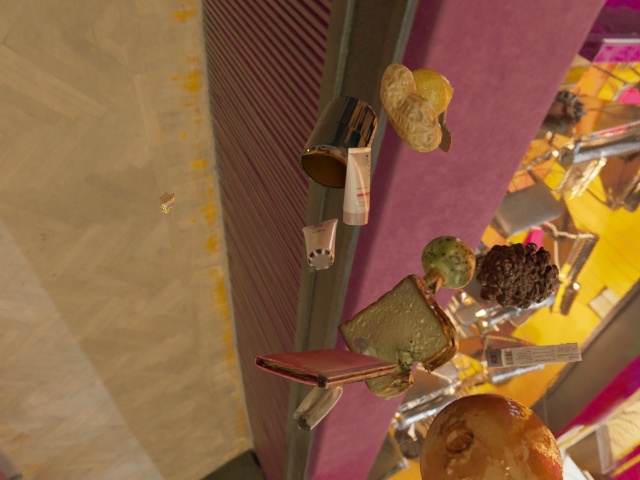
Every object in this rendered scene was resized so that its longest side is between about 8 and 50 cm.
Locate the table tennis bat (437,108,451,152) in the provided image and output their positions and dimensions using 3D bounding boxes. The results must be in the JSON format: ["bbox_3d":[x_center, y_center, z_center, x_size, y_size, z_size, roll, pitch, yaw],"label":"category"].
[{"bbox_3d":[0.530,-0.495,2.125,0.021,0.154,0.274,-26,150,-5],"label":"table tennis bat"}]

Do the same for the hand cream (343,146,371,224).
[{"bbox_3d":[0.122,-0.177,1.567,0.133,0.083,0.247,-22,119,-53],"label":"hand cream"}]

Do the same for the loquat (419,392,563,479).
[{"bbox_3d":[0.392,0.518,1.124,0.329,0.328,0.328,-20,142,-16],"label":"loquat"}]

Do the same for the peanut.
[{"bbox_3d":[0.294,-0.441,1.621,0.140,0.325,0.153,-24,177,-22],"label":"peanut"}]

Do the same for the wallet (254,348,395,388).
[{"bbox_3d":[0.015,0.186,0.728,0.232,0.119,0.025,17,83,-58],"label":"wallet"}]

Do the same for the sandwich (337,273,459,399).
[{"bbox_3d":[0.207,0.253,1.269,0.273,0.249,0.095,-40,138,16],"label":"sandwich"}]

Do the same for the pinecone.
[{"bbox_3d":[0.600,0.104,1.481,0.201,0.229,0.202,-18,109,-52],"label":"pinecone"}]

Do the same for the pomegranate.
[{"bbox_3d":[0.523,0.127,2.022,0.285,0.231,0.231,-66,151,-23],"label":"pomegranate"}]

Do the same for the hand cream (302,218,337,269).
[{"bbox_3d":[0.000,0.000,2.299,0.186,0.358,0.118,-18,119,9],"label":"hand cream"}]

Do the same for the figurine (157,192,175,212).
[{"bbox_3d":[-0.521,-0.124,1.655,0.047,0.083,0.050,3,125,13],"label":"figurine"}]

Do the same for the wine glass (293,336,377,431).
[{"bbox_3d":[0.031,0.334,1.129,0.262,0.074,0.074,-41,153,-36],"label":"wine glass"}]

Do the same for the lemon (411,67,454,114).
[{"bbox_3d":[0.377,-0.528,1.750,0.203,0.178,0.178,-7,144,8],"label":"lemon"}]

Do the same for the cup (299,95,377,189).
[{"bbox_3d":[0.086,-0.365,1.911,0.242,0.292,0.307,7,147,23],"label":"cup"}]

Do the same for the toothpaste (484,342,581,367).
[{"bbox_3d":[0.718,0.385,1.631,0.337,0.067,0.081,2,164,-21],"label":"toothpaste"}]
